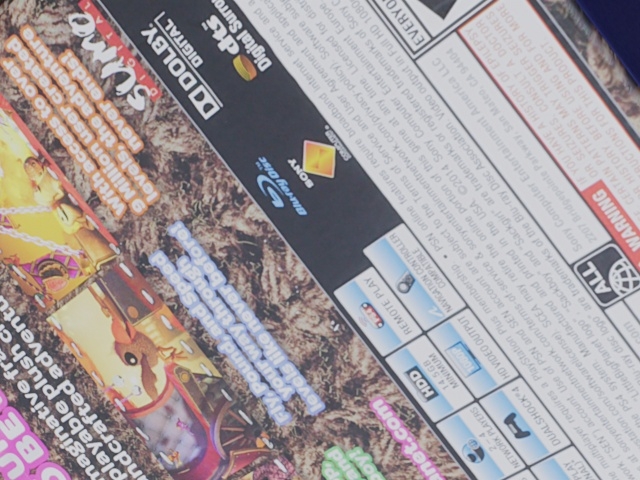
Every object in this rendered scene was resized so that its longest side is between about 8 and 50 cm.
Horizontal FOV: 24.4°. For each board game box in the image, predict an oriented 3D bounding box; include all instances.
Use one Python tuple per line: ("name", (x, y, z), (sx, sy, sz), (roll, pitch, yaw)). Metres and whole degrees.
("board game box", (0.000, 0.000, 0.489), (0.291, 0.141, 0.232), (-34, 96, 34))
